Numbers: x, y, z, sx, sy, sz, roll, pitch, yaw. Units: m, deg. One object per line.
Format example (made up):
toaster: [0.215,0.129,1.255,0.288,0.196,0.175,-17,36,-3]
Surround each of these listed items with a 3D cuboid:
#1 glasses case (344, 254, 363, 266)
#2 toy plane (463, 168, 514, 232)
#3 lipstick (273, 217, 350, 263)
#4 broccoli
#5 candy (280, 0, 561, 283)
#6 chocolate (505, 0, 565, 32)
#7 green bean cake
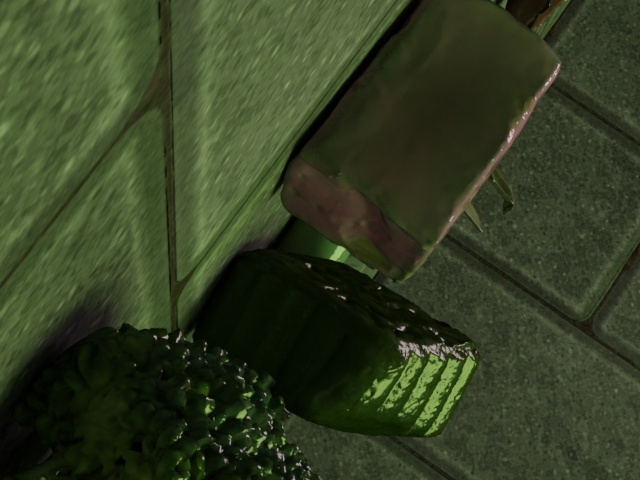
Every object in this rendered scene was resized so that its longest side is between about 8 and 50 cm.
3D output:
glasses case: [0.069,-0.077,1.810,0.065,0.087,0.248,-39,162,-54]
toy plane: [0.125,-0.127,1.652,0.092,0.229,0.244,-29,-137,34]
lipstick: [0.000,0.000,1.718,0.304,0.076,0.076,-56,175,3]
broccoli: [-0.114,0.225,1.119,0.317,0.277,0.338,-36,171,14]
candy: [0.094,-0.102,1.487,0.265,0.155,0.116,-52,179,-28]
chocolate: [0.347,-0.402,2.317,0.261,0.083,0.161,-45,174,-31]
green bean cake: [0.016,0.099,1.555,0.248,0.222,0.125,3,115,-61]
